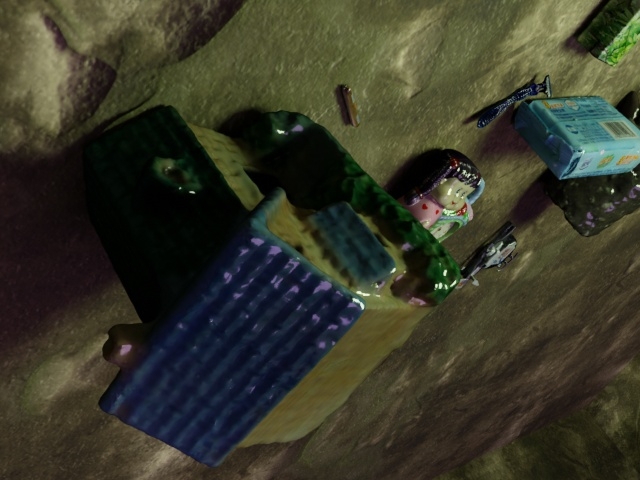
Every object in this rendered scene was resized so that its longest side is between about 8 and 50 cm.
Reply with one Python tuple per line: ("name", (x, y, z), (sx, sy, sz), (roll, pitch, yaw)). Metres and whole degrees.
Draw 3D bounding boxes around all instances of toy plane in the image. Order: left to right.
("toy plane", (0.380, 0.043, 1.829), (0.197, 0.053, 0.078), (-44, 141, 14))

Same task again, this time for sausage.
("sausage", (0.045, -0.198, 1.187), (0.015, 0.015, 0.100), (-32, 150, -5))

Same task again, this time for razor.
("razor", (0.333, -0.238, 1.400), (0.154, 0.028, 0.044), (-30, 130, -7))

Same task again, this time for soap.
("soap", (0.491, -0.195, 1.495), (0.293, 0.156, 0.077), (-9, 143, -36))

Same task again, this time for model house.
("model house", (-0.107, 0.018, 0.980), (0.335, 0.382, 0.342), (-49, 149, 21))

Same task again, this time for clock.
("clock", (0.211, -0.070, 1.454), (0.195, 0.100, 0.194), (-44, 153, 19))

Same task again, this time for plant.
("plant", (0.630, -0.162, 1.676), (0.320, 0.194, 0.181), (-40, 162, 17))

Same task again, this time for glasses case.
("glasses case", (0.549, -0.419, 1.329), (0.095, 0.062, 0.272), (-1, 136, -53))
